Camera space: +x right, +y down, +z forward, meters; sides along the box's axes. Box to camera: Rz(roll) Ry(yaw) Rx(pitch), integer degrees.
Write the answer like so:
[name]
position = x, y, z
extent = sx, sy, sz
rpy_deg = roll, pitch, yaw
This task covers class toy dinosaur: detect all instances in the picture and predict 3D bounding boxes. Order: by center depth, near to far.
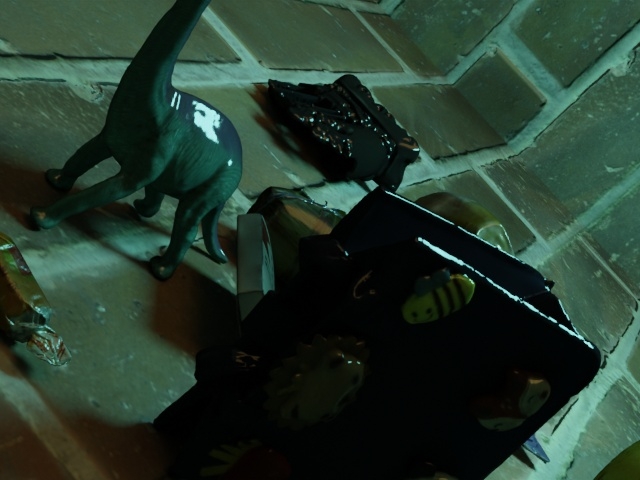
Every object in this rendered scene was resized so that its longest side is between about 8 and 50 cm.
[toy dinosaur]
position = -0.104, -0.119, 1.354
extent = 0.383, 0.331, 0.129
rpy_deg = 19, 33, -55

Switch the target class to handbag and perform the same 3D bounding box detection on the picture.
[handbag]
position = 0.054, 0.128, 1.217
extent = 0.329, 0.303, 0.122
rpy_deg = 28, 22, -44

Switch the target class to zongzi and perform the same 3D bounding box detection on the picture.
[zongzi]
position = 0.000, 0.000, 1.705
extent = 0.221, 0.112, 0.242
rpy_deg = 40, 11, -16

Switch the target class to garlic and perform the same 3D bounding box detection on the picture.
[garlic]
position = 0.190, -0.009, 1.987
extent = 0.143, 0.112, 0.318
rpy_deg = 46, -5, -9

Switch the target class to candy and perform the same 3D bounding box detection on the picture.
[candy]
position = -0.264, 0.033, 1.133
extent = 0.182, 0.046, 0.053
rpy_deg = 58, 18, 19

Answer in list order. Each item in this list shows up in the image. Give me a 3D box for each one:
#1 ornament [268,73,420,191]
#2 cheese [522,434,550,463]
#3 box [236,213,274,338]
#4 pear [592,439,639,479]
[ornament]
position = 0.006, -0.185, 2.151
extent = 0.260, 0.106, 0.251
rpy_deg = 10, 32, -48
[cheese]
position = 0.234, 0.238, 1.809
extent = 0.191, 0.042, 0.105
rpy_deg = 29, 26, -48
[box]
position = -0.067, 0.060, 1.432
extent = 0.177, 0.036, 0.115
rpy_deg = -95, 179, -62
[pear]
position = 0.440, 0.372, 1.508
extent = 0.348, 0.348, 0.348
rpy_deg = 40, 19, -17
